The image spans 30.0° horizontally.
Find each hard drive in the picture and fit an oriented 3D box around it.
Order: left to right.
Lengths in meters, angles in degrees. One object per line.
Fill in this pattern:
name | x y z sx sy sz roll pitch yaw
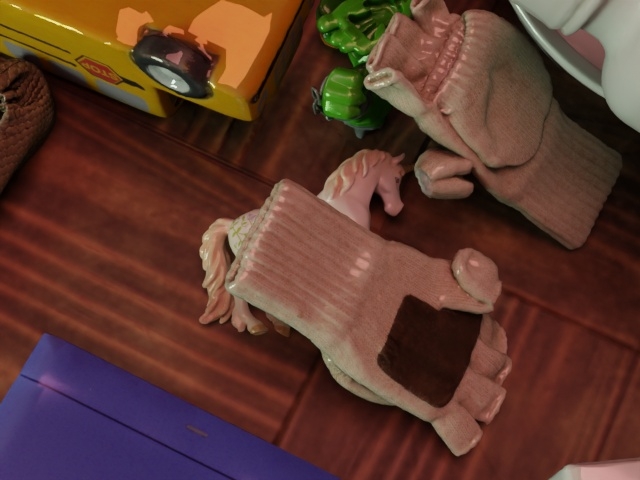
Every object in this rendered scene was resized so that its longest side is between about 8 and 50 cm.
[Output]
hard drive | -0.132 0.231 0.630 0.210 0.040 0.318 27 61 -2

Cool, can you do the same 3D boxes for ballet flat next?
ballet flat | -0.246 -0.013 0.752 0.084 0.058 0.249 26 71 9

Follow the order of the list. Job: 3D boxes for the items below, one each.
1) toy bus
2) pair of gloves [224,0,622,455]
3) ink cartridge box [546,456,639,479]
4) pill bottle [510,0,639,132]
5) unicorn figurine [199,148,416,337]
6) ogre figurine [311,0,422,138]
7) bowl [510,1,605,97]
toy bus | -0.172 -0.174 0.773 0.333 0.130 0.108 23 75 7
pair of gloves | 0.078 -0.015 0.715 0.204 0.042 0.240 42 73 -27
ink cartridge box | 0.176 0.256 0.589 0.114 0.197 0.272 -4 70 -3
pill bottle | 0.259 -0.102 0.614 0.319 0.176 0.176 31 72 0
unicorn figurine | 0.000 0.000 0.753 0.162 0.060 0.111 -6 74 -7
ogre figurine | 0.044 -0.148 0.779 0.097 0.118 0.197 -1 68 3
bowl | 0.237 -0.204 0.781 0.298 0.134 0.297 0 83 -3
